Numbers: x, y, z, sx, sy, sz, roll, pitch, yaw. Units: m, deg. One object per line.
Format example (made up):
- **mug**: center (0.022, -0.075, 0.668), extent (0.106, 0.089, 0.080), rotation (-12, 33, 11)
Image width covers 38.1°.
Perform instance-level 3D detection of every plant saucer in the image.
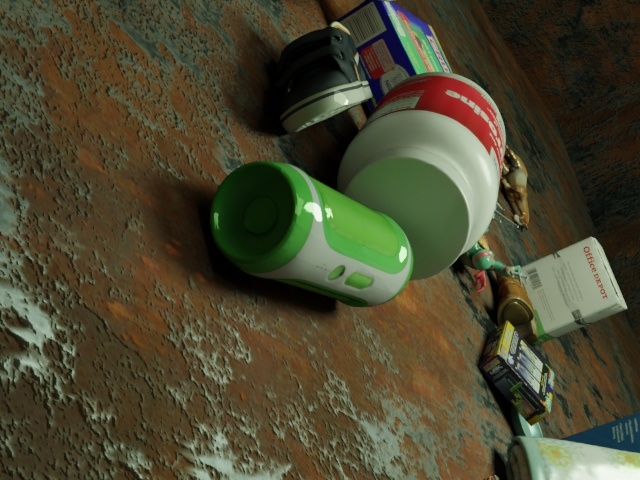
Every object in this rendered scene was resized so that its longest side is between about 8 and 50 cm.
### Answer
- **plant saucer**: center (0.371, 0.337, 1.678), extent (0.119, 0.021, 0.119), rotation (49, 26, -34)

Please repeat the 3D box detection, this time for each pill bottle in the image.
- **pill bottle**: center (0.153, -0.101, 1.380), extent (0.229, 0.229, 0.408), rotation (59, 22, -13)

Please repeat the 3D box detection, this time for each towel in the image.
- **towel**: center (0.453, 0.477, 1.391), extent (0.320, 0.090, 0.375), rotation (12, 44, -10)

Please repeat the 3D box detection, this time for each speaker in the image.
- **speaker**: center (0.000, 0.000, 1.064), extent (0.296, 0.131, 0.131), rotation (23, 46, -59)

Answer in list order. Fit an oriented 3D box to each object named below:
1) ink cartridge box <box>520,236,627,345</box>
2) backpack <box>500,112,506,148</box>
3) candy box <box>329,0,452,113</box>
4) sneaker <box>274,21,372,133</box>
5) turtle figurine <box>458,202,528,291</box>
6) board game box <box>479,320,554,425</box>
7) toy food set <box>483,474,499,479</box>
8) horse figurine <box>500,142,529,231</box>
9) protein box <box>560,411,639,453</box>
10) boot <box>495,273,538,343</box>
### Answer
- **ink cartridge box**: center (0.528, 0.112, 2.009), extent (0.092, 0.219, 0.160), rotation (26, 44, -57)
- **backpack**: center (0.355, -0.231, 2.123), extent (0.182, 0.151, 0.115), rotation (-32, 112, -71)
- **candy box**: center (0.174, -0.301, 1.784), extent (0.268, 0.122, 0.317), rotation (66, 20, 9)
- **sneaker**: center (-0.006, -0.230, 1.305), extent (0.321, 0.126, 0.128), rotation (-60, 126, -77)
- **turtle figurine**: center (0.309, -0.001, 1.780), extent (0.234, 0.118, 0.175), rotation (-107, 177, -62)
- **board game box**: center (0.359, 0.238, 1.684), extent (0.141, 0.048, 0.170), rotation (48, 23, 0)
- **toy food set**: center (0.270, 0.402, 1.381), extent (0.078, 0.019, 0.122), rotation (37, 34, -49)
- **horse figurine**: center (0.506, -0.173, 2.478), extent (0.174, 0.066, 0.263), rotation (40, 34, -35)
- **protein box**: center (0.585, 0.458, 1.789), extent (0.136, 0.201, 0.200), rotation (59, 22, -14)
- **boot**: center (0.387, 0.112, 1.898), extent (0.197, 0.072, 0.152), rotation (55, 22, -54)
